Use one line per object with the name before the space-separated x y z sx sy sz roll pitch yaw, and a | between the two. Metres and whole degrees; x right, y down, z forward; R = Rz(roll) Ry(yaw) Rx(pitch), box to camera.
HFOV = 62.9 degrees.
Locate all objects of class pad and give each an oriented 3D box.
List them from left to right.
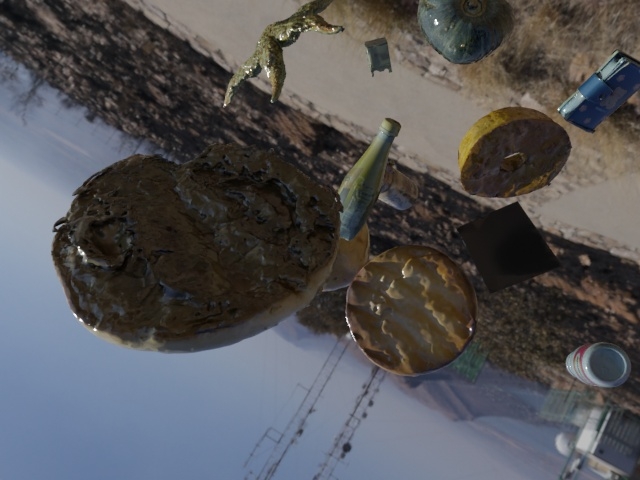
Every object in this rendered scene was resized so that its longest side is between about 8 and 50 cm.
pad | 0.648 0.015 1.836 0.367 0.247 0.007 -101 -16 -51

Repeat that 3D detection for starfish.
starfish | -0.096 -0.386 1.075 0.078 0.358 0.347 40 -154 -33

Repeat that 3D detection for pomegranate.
pomegranate | 0.000 0.000 1.703 0.342 0.342 0.342 30 169 6

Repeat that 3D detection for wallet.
wallet | 0.723 -0.373 1.332 0.141 0.059 0.202 15 137 -25

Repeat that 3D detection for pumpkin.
pumpkin | 0.496 -0.774 1.806 0.328 0.291 0.257 61 173 5

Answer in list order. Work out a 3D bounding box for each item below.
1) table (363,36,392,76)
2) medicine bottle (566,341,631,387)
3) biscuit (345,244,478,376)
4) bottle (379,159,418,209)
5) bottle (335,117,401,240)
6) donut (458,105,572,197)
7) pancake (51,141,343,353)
table | 0.159 -0.508 1.447 0.079 0.062 0.083 -86 -18 -59
medicine bottle | 0.600 0.273 1.150 0.090 0.090 0.217 28 174 17
biscuit | 0.206 0.157 1.188 0.296 0.296 0.102 28 174 17
bottle | 0.196 -0.161 1.470 0.209 0.110 0.097 20 -148 -54
bottle | 0.092 -0.125 1.078 0.083 0.270 0.083 20 -153 -11
donut | 0.481 -0.224 1.335 0.277 0.277 0.108 40 -150 -38
pancake | -0.151 -0.019 0.690 0.382 0.382 0.071 27 136 21
